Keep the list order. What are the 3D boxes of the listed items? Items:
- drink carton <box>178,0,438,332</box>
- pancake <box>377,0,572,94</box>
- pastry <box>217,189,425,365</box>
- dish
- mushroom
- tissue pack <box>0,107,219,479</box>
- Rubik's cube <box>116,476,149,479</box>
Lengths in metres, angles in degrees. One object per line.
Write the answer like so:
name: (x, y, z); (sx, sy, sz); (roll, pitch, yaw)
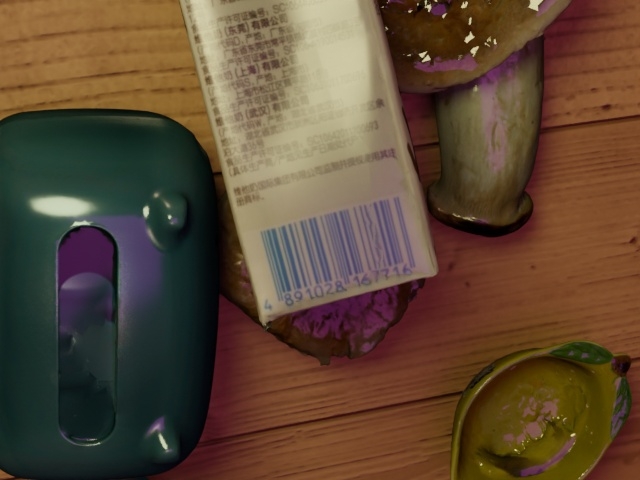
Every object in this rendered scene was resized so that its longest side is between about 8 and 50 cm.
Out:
drink carton: (-0.018, -0.114, 0.833); (0.132, 0.194, 0.325); (-15, 95, -1)
pancake: (0.085, -0.259, 0.928); (0.282, 0.049, 0.282); (1, 93, 9)
pastry: (0.000, 0.000, 0.995); (0.192, 0.093, 0.182); (39, 92, -15)
dish: (0.199, 0.163, 1.110); (0.207, 0.080, 0.149); (-35, 108, -3)
mushroom: (0.145, -0.155, 1.003); (0.100, 0.081, 0.312); (-4, 105, -16)
tissue pack: (-0.177, 0.045, 0.898); (0.198, 0.206, 0.287); (1, 104, -15)
Rubik's cube: (-0.181, 0.321, 0.971); (0.213, 0.265, 0.224); (52, 60, -24)
